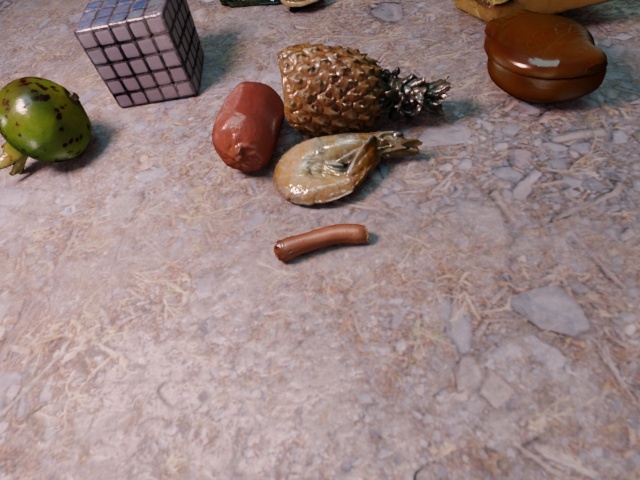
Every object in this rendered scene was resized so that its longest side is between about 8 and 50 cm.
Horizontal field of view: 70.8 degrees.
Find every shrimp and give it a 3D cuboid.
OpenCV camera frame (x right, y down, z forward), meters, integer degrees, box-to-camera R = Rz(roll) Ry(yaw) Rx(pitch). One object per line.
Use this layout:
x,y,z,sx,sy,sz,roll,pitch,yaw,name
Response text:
0.056,-0.153,0.926,0.317,0.077,0.168,-10,61,8,shrimp

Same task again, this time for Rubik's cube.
-0.467,-0.532,1.214,0.238,0.238,0.236,-8,53,4,Rubik's cube

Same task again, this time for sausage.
0.000,0.001,0.829,0.177,0.040,0.047,-14,50,-2,sausage
-0.161,-0.257,1.002,0.148,0.148,0.254,-5,50,8,sausage

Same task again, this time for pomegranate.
-0.682,-0.268,1.081,0.263,0.211,0.211,-41,53,4,pomegranate

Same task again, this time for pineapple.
0.093,-0.329,0.981,0.362,0.202,0.202,-1,52,1,pineapple

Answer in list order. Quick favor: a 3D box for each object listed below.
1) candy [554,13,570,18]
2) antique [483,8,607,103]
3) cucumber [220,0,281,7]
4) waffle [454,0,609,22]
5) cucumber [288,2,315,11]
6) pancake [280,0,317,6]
0.573,-0.585,1.182,0.136,0.038,0.088,33,52,28,candy
0.484,-0.403,0.995,0.224,0.129,0.278,-29,53,-12,antique
-0.219,-0.809,1.508,0.257,0.043,0.044,6,59,14,cucumber
0.550,-0.649,1.170,0.349,0.077,0.304,-13,38,2,waffle
-0.048,-0.767,1.448,0.133,0.032,0.032,-31,53,-12,cucumber
-0.057,-0.781,1.424,0.152,0.025,0.151,-6,51,7,pancake
